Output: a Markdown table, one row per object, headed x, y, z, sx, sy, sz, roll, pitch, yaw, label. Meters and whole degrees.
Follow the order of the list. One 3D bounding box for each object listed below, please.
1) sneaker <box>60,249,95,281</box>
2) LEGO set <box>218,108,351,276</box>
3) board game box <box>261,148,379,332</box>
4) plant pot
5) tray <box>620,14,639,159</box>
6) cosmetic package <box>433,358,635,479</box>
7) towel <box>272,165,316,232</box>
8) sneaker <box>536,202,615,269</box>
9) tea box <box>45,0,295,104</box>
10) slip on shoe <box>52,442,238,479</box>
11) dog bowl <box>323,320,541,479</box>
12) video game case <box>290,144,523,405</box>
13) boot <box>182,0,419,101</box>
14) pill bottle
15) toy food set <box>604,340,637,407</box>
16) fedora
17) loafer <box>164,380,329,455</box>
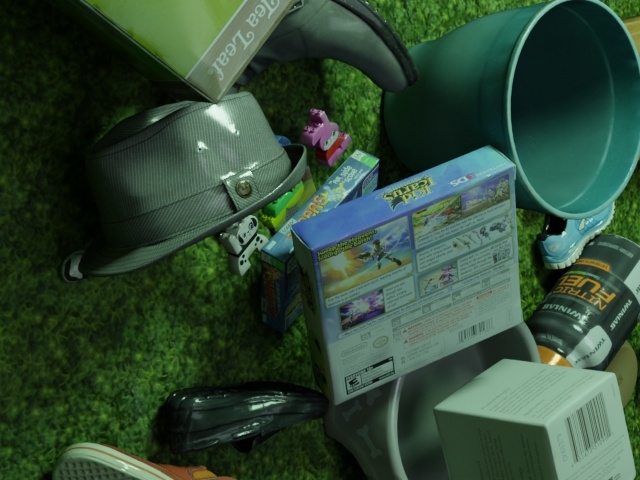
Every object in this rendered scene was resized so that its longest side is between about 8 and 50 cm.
| x | y | z | sx | sy | sz | roll | pitch | yaw | label |
| --- | --- | --- | --- | --- | --- | --- | --- | --- | --- |
| -0.244 | 0.023 | 1.682 | 0.083 | 0.037 | 0.031 | -24 | 111 | -38 | sneaker |
| -0.073 | -0.078 | 1.797 | 0.227 | 0.087 | 0.093 | -53 | 138 | -26 | LEGO set |
| 0.000 | 0.000 | 1.856 | 0.201 | 0.035 | 0.136 | -47 | 155 | -34 | board game box |
| 0.229 | -0.165 | 1.958 | 0.272 | 0.255 | 0.271 | -3 | 95 | -43 | plant pot |
| 0.440 | -0.218 | 2.276 | 0.411 | 0.076 | 0.202 | -18 | 105 | -40 | tray |
| 0.269 | 0.253 | 1.937 | 0.151 | 0.184 | 0.151 | -28 | 111 | -38 | cosmetic package |
| -0.035 | -0.050 | 1.889 | 0.083 | 0.009 | 0.060 | -32 | 115 | -36 | towel |
| 0.368 | -0.033 | 2.230 | 0.162 | 0.063 | 0.073 | -49 | 120 | -29 | sneaker |
| -0.147 | -0.355 | 1.507 | 0.323 | 0.220 | 0.329 | 39 | 85 | -15 | tea box |
| -0.162 | 0.301 | 1.745 | 0.331 | 0.123 | 0.101 | 29 | 31 | -31 | slip on shoe |
| 0.164 | 0.219 | 2.033 | 0.349 | 0.102 | 0.348 | -4 | 97 | -42 | dog bowl |
| 0.107 | 0.042 | 1.821 | 0.270 | 0.061 | 0.244 | -22 | 131 | -17 | video game case |
| -0.056 | -0.221 | 1.774 | 0.338 | 0.118 | 0.222 | 39 | 92 | -34 | boot |
| 0.376 | 0.115 | 2.201 | 0.245 | 0.130 | 0.130 | -50 | 124 | -29 | pill bottle |
| 0.437 | 0.203 | 2.335 | 0.192 | 0.039 | 0.132 | -10 | 107 | -47 | toy food set |
| -0.151 | -0.078 | 1.625 | 0.275 | 0.244 | 0.124 | -27 | 106 | -20 | fedora |
| -0.087 | 0.211 | 1.821 | 0.223 | 0.076 | 0.078 | -1 | 99 | -38 | loafer |
